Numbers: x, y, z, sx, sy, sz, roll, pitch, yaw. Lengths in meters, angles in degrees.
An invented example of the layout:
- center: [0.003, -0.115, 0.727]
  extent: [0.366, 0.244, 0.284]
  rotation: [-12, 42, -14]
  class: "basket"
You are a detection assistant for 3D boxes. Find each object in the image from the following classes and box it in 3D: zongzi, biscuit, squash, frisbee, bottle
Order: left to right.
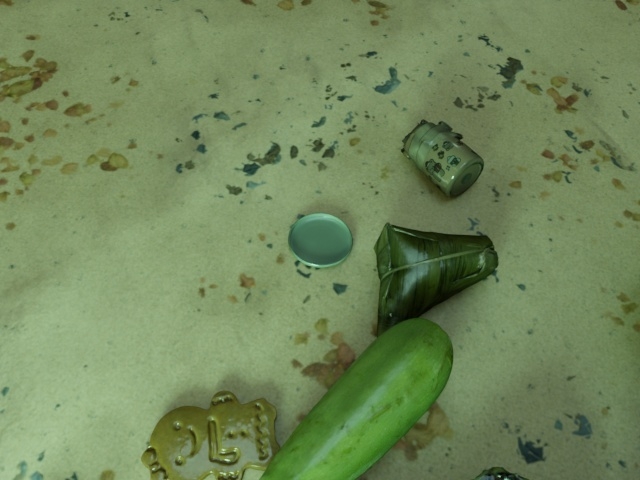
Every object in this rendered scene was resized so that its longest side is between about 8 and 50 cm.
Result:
- center: [-0.146, 0.270, 0.861]
  extent: [0.184, 0.027, 0.133]
  rotation: [5, 57, -1]
  class: "biscuit"
- center: [0.000, 0.000, 1.059]
  extent: [0.110, 0.014, 0.110]
  rotation: [1, 56, -2]
  class: "frisbee"
- center: [0.048, 0.244, 0.840]
  extent: [0.118, 0.118, 0.371]
  rotation: [38, 64, 20]
  class: "squash"
- center: [0.213, -0.158, 1.135]
  extent: [0.099, 0.098, 0.152]
  rotation: [-28, 59, -21]
  class: "bottle"
- center: [0.186, 0.084, 0.976]
  extent: [0.205, 0.094, 0.204]
  rotation: [5, 67, -3]
  class: "zongzi"

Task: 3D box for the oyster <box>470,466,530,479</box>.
- center: [0.228, 0.444, 0.714]
  extent: [0.162, 0.158, 0.350]
  rotation: [-27, 61, 29]
  class: "oyster"
